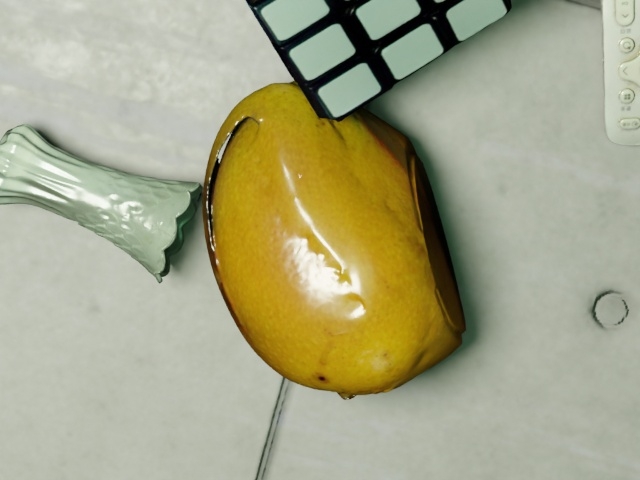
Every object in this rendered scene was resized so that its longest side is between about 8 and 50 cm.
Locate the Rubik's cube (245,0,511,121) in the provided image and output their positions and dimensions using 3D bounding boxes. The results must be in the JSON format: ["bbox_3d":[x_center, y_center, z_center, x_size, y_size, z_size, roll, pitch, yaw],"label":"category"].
[{"bbox_3d":[0.014,-0.210,1.372,0.163,0.162,0.160,-32,56,6],"label":"Rubik's cube"}]

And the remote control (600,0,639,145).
[{"bbox_3d":[0.238,-0.183,1.461,0.073,0.044,0.229,-5,107,-4],"label":"remote control"}]

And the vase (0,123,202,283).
[{"bbox_3d":[-0.170,-0.033,1.476,0.149,0.081,0.081,22,98,1],"label":"vase"}]

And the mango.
[{"bbox_3d":[0.000,0.000,1.447,0.166,0.136,0.236,-15,91,9],"label":"mango"}]
